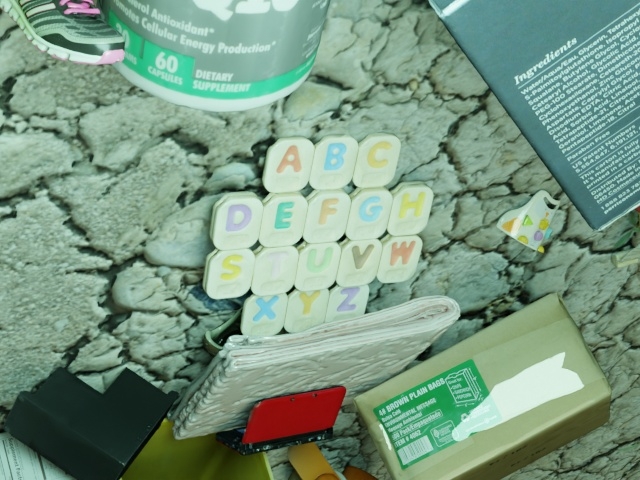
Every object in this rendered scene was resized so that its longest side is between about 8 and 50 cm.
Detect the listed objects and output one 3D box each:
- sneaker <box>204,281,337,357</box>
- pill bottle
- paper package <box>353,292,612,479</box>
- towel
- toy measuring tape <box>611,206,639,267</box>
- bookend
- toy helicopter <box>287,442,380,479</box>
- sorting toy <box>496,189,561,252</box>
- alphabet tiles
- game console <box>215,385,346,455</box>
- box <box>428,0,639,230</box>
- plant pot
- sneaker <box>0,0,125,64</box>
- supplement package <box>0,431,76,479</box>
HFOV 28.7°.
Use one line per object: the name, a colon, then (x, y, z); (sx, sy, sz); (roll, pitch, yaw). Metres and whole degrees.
sneaker: (-0.061, 0.103, 1.594); (0.188, 0.066, 0.071); (-31, 148, 8)
pill bottle: (-0.068, -0.300, 1.009); (0.204, 0.204, 0.361); (-8, 139, -22)
paper package: (0.242, 0.242, 1.795); (0.324, 0.168, 0.309); (-28, 160, 3)
towel: (-0.018, 0.168, 1.630); (0.316, 0.053, 0.332); (-9, 160, -24)
toy measuring tape: (0.452, -0.063, 1.701); (0.121, 0.121, 0.330); (-17, 164, -12)
bookend: (-0.288, 0.216, 1.580); (0.157, 0.156, 0.072); (33, 124, 1)
toy helicopter: (0.080, 0.409, 1.854); (0.235, 0.355, 0.140); (48, 67, -37)
sorting toy: (0.291, -0.029, 1.676); (0.083, 0.045, 0.075); (23, 102, -45)
alphabet tiles: (0.000, 0.000, 1.498); (0.284, 0.021, 0.278); (-4, 124, -25)
game console: (-0.055, 0.232, 1.678); (0.144, 0.124, 0.085); (-5, 99, -32)
box: (0.212, -0.246, 1.161); (0.212, 0.294, 0.395); (-36, 142, 11)
plant pot: (-0.189, 0.380, 1.750); (0.212, 0.212, 0.187); (-6, 150, -24)
sneaker: (-0.218, -0.207, 1.039); (0.063, 0.170, 0.075); (-9, 131, -46)
supplement package: (-0.394, 0.384, 1.627); (0.262, 0.198, 0.199); (-13, 140, -17)
